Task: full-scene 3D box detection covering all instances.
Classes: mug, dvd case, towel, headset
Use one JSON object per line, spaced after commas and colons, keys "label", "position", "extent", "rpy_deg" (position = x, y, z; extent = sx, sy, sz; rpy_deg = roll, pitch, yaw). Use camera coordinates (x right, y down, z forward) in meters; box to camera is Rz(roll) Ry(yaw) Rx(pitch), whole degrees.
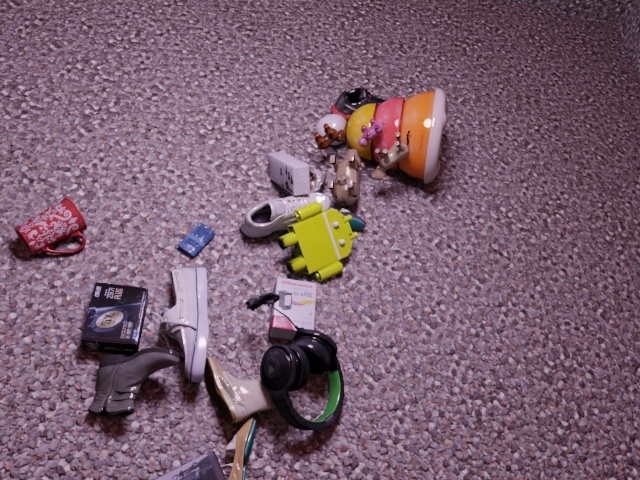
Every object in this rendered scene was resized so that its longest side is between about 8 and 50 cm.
{"label": "mug", "position": [-0.782, -0.028, 1.791], "extent": [0.169, 0.113, 0.150], "rpy_deg": [-35, 69, -29]}
{"label": "dvd case", "position": [-0.332, 0.639, 1.459], "extent": [0.239, 0.029, 0.179], "rpy_deg": [-24, 64, -12]}
{"label": "towel", "position": [-0.392, -0.003, 1.934], "extent": [0.067, 0.029, 0.119], "rpy_deg": [33, 53, 7]}
{"label": "headset", "position": [-0.080, 0.329, 1.681], "extent": [0.243, 0.185, 0.393], "rpy_deg": [-23, 93, -51]}

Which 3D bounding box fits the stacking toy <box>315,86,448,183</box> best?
{"label": "stacking toy", "position": [0.219, -0.410, 2.269], "extent": [0.481, 0.350, 0.350], "rpy_deg": [8, 52, 9]}

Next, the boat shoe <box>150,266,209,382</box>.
{"label": "boat shoe", "position": [-0.396, 0.225, 1.705], "extent": [0.157, 0.135, 0.366], "rpy_deg": [2, 53, -15]}

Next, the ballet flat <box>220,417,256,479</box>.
{"label": "ballet flat", "position": [-0.217, 0.561, 1.554], "extent": [0.073, 0.080, 0.232], "rpy_deg": [6, 53, 2]}

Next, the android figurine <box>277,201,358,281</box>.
{"label": "android figurine", "position": [0.000, 0.000, 1.963], "extent": [0.273, 0.056, 0.248], "rpy_deg": [-22, 100, -27]}

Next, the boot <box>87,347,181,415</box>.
{"label": "boot", "position": [-0.475, 0.373, 1.574], "extent": [0.247, 0.083, 0.161], "rpy_deg": [-12, 55, 15]}

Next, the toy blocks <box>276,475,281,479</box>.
{"label": "toy blocks", "position": [-0.057, 0.676, 1.531], "extent": [0.148, 0.054, 0.123], "rpy_deg": [21, 52, -1]}

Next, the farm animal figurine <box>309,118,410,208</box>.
{"label": "farm animal figurine", "position": [0.125, -0.258, 2.138], "extent": [0.331, 0.172, 0.326], "rpy_deg": [16, 76, 24]}

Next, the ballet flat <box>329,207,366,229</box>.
{"label": "ballet flat", "position": [0.057, -0.083, 2.097], "extent": [0.203, 0.074, 0.074], "rpy_deg": [4, 55, -10]}

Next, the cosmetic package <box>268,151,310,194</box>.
{"label": "cosmetic package", "position": [-0.110, -0.229, 2.057], "extent": [0.061, 0.098, 0.239], "rpy_deg": [-9, 21, -23]}

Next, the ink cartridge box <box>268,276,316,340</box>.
{"label": "ink cartridge box", "position": [-0.084, 0.208, 1.845], "extent": [0.128, 0.072, 0.175], "rpy_deg": [9, 54, -9]}

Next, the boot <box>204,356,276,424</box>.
{"label": "boot", "position": [-0.215, 0.394, 1.672], "extent": [0.165, 0.077, 0.213], "rpy_deg": [-9, 42, -32]}

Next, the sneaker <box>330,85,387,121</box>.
{"label": "sneaker", "position": [0.184, -0.541, 2.419], "extent": [0.276, 0.135, 0.097], "rpy_deg": [-2, 54, -19]}

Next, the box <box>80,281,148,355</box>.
{"label": "box", "position": [-0.567, 0.217, 1.696], "extent": [0.148, 0.077, 0.180], "rpy_deg": [8, 54, -10]}

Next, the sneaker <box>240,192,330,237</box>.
{"label": "sneaker", "position": [-0.106, -0.086, 1.971], "extent": [0.305, 0.152, 0.114], "rpy_deg": [-18, 80, -12]}
